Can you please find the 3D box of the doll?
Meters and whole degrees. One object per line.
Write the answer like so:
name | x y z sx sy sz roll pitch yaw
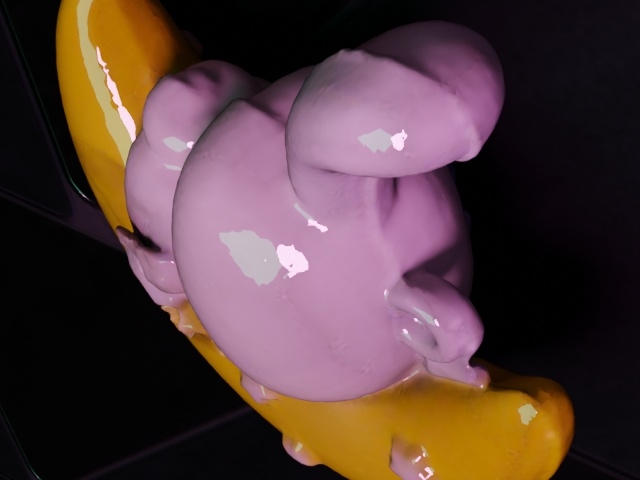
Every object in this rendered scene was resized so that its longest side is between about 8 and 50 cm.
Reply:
doll | 0.000 0.000 0.578 0.237 0.111 0.252 36 155 45
